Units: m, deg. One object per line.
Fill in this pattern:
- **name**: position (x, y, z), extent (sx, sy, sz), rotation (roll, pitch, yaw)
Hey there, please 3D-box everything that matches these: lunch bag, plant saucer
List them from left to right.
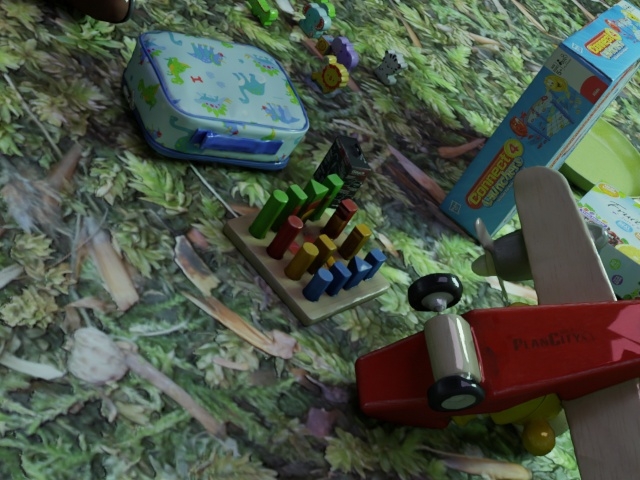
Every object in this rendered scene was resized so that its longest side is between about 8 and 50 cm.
- **lunch bag**: position (-0.133, -0.173, 1.477), extent (0.219, 0.090, 0.176), rotation (3, 45, -37)
- **plant saucer**: position (0.450, -0.147, 1.972), extent (0.241, 0.037, 0.241), rotation (23, 36, -18)

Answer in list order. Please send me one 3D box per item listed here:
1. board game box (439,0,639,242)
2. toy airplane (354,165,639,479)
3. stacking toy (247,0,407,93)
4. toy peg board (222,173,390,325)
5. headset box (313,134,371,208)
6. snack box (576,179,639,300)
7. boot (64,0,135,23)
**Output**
- **board game box**: position (0.336, -0.174, 1.676), extent (0.086, 0.308, 0.302), rotation (40, 35, 9)
- **toy airplane**: position (0.282, 0.138, 1.298), extent (0.384, 0.272, 0.386), rotation (33, 66, 18)
- **stacking toy**: position (0.012, -0.315, 1.797), extent (0.167, 0.052, 0.221), rotation (-15, 58, -48)
- **toy peg board**: position (0.000, 0.000, 1.394), extent (0.160, 0.079, 0.161), rotation (48, 37, 18)
- **headset box**: position (0.029, -0.091, 1.520), extent (0.032, 0.083, 0.062), rotation (8, 42, -32)
- **snack box**: position (0.465, 0.013, 1.754), extent (0.207, 0.070, 0.174), rotation (38, 35, 14)
- **boot**: position (-0.401, -0.339, 1.449), extent (0.264, 0.096, 0.280), rotation (45, 37, 14)
